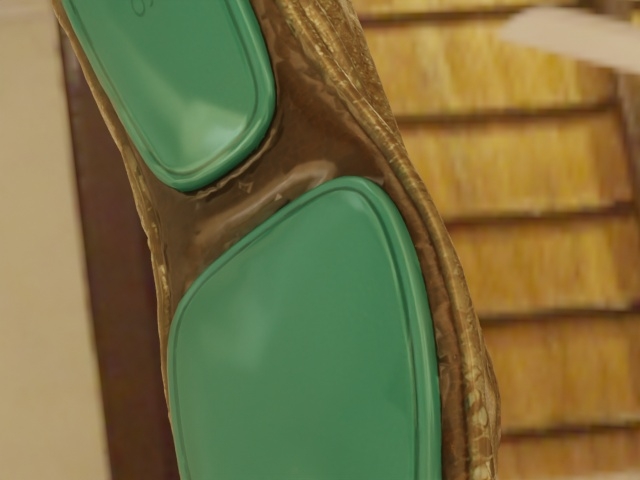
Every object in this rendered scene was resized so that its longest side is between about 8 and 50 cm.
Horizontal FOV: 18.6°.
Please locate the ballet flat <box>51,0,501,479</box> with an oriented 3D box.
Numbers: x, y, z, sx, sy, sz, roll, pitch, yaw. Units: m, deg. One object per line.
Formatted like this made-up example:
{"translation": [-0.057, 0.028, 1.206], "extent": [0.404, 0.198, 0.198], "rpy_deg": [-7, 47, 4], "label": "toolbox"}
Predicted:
{"translation": [0.000, 0.000, 0.393], "extent": [0.073, 0.067, 0.206], "rpy_deg": [-31, -121, 26], "label": "ballet flat"}
